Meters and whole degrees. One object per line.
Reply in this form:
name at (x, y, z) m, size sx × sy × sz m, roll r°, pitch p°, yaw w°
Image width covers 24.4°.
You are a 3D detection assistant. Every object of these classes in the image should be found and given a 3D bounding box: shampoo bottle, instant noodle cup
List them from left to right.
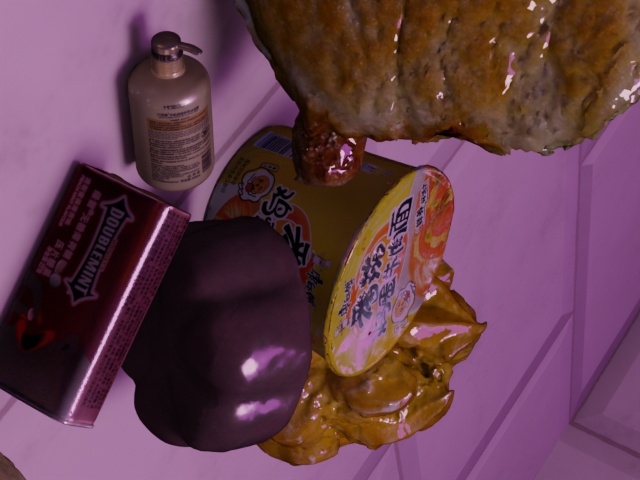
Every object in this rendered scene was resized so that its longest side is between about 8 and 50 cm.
shampoo bottle at (-0.143, -0.128, 1.410) m, size 0.079 × 0.079 × 0.162 m, roll -45°, pitch 149°, yaw -37°
instant noodle cup at (0.000, 0.000, 1.676) m, size 0.264 × 0.200 × 0.264 m, roll -46°, pitch 149°, yaw -37°

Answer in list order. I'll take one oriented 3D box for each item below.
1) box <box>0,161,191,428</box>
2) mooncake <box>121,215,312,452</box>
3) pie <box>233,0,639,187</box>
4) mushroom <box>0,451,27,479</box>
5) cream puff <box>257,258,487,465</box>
box at (-0.219, 0.050, 1.380) m, size 0.224 × 0.120 × 0.069 m, roll -63°, pitch 153°, yaw 0°
mooncake at (-0.111, 0.095, 1.508) m, size 0.133 × 0.245 × 0.245 m, roll -9°, pitch 124°, yaw -37°
pie at (0.120, -0.260, 1.377) m, size 0.180 × 0.418 × 0.395 m, roll -32°, pitch 106°, yaw -58°
mushroom at (-0.369, 0.238, 1.192) m, size 0.267 × 0.164 × 0.189 m, roll -28°, pitch 153°, yaw 27°
cream puff at (0.062, 0.153, 1.884) m, size 0.324 × 0.257 × 0.291 m, roll -57°, pitch 155°, yaw -16°
